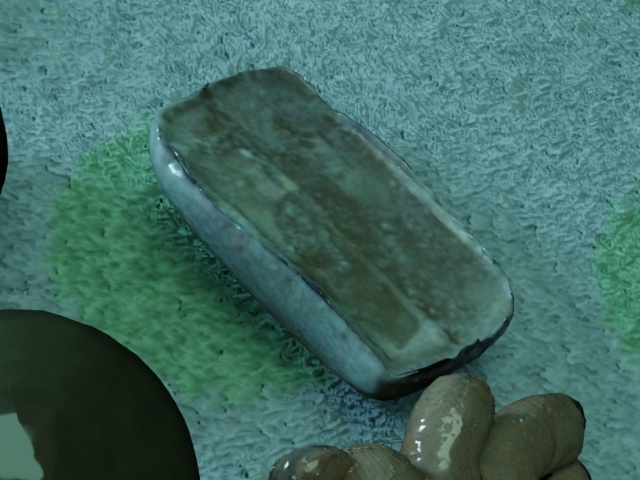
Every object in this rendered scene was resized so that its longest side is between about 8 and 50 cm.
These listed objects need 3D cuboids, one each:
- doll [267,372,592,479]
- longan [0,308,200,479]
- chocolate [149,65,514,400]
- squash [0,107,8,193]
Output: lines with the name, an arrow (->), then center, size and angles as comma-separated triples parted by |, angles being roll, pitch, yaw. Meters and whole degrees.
doll -> 0.072, 0.195, 1.260 | 0.303, 0.156, 0.201 | -21, 101, -49
longan -> -0.194, 0.165, 1.138 | 0.258, 0.258, 0.258 | 7, 53, -10
chocolate -> 0.000, 0.000, 1.393 | 0.303, 0.100, 0.185 | 46, 46, 16
squash -> -0.331, -0.069, 1.308 | 0.218, 0.172, 0.218 | 4, 50, -5
